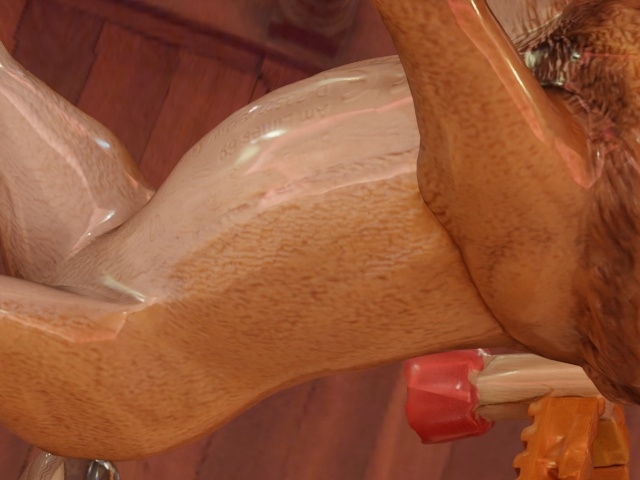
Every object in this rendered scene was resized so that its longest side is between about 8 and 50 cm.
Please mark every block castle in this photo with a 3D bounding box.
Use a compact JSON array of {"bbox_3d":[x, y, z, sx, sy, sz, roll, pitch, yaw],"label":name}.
[{"bbox_3d":[0.104,0.314,1.009,0.213,0.453,0.303,-6,125,26],"label":"block castle"}]

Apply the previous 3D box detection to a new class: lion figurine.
[{"bbox_3d":[0.000,0.000,0.420,0.392,0.240,0.142,-7,44,26],"label":"lion figurine"}]

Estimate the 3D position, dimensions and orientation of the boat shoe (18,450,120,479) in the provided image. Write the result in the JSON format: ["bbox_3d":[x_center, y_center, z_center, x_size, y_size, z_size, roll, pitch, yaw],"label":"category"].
[{"bbox_3d":[-0.102,0.279,0.683,0.130,0.132,0.355,7,62,-27],"label":"boat shoe"}]
